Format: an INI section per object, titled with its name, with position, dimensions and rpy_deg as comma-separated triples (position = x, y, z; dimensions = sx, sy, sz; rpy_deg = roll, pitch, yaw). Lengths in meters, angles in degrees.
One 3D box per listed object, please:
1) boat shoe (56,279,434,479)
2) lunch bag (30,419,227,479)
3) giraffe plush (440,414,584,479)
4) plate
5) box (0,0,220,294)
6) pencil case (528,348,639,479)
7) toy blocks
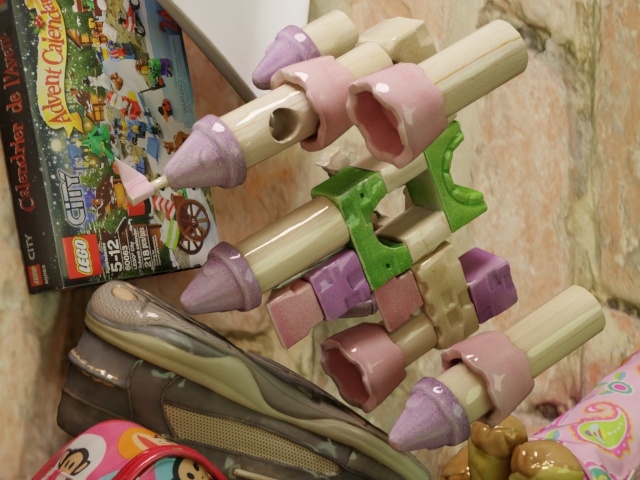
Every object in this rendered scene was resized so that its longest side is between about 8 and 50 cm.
[boat shoe]
position = -0.059, 0.156, 1.148
dimensions = 0.355, 0.132, 0.130
rpy_deg = 33, 88, -33
[lunch bag]
position = -0.143, 0.296, 0.989
dimensions = 0.293, 0.120, 0.258
rpy_deg = -48, 123, -22
[giraffe plush]
position = 0.143, 0.282, 1.315
dimensions = 0.170, 0.181, 0.210
rpy_deg = -34, 141, -34
[plate]
position = -0.083, -0.264, 1.197
dimensions = 0.277, 0.045, 0.278
rpy_deg = 45, 45, -54
[box]
position = -0.164, -0.084, 1.130
dimensions = 0.159, 0.044, 0.233
rpy_deg = -10, 89, -47
[pencil case]
position = 0.294, 0.202, 1.487
dimensions = 0.284, 0.124, 0.124
rpy_deg = -26, 101, -47
[toy blocks]
position = 0.000, 0.000, 1.117
dimensions = 0.260, 0.309, 0.288
rpy_deg = -32, 117, -22
